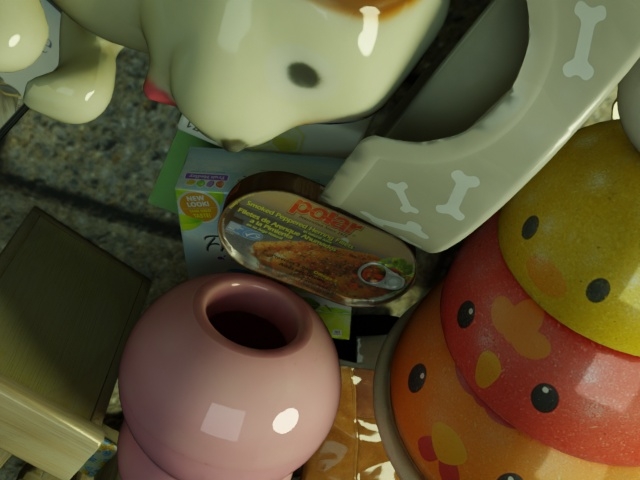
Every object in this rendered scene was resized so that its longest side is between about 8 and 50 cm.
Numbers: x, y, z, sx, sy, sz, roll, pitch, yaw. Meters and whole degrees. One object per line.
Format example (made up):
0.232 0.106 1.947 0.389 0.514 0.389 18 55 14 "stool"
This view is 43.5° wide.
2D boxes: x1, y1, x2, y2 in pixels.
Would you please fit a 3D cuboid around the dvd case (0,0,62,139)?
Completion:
-0.364 -0.180 0.780 0.253 0.022 0.180 -39 112 21 "dvd case"

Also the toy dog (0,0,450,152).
-0.092 -0.239 0.548 0.395 0.284 0.408 -40 79 -13 "toy dog"

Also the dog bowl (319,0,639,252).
0.145 -0.137 0.616 0.102 0.349 0.349 39 115 0 "dog bowl"

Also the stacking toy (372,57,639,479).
0.236 0.019 0.650 0.350 0.351 0.480 4 133 -1 "stacking toy"

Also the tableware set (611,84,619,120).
0.338 -0.124 0.792 0.128 0.039 0.194 -14 126 -5 "tableware set"

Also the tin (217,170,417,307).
0.000 0.000 0.731 0.189 0.040 0.106 23 136 -16 "tin"

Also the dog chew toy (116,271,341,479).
-0.107 0.194 0.789 0.206 0.207 0.332 16 123 -8 "dog chew toy"

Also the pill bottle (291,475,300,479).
-0.080 0.365 1.044 0.184 0.103 0.103 -7 120 5 "pill bottle"

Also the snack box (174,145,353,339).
-0.048 0.008 0.821 0.174 0.070 0.207 5 135 4 "snack box"

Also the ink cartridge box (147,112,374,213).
-0.063 -0.091 0.809 0.171 0.056 0.235 23 116 -12 "ink cartridge box"

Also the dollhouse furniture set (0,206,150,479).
-0.376 0.200 0.866 0.362 0.256 0.394 36 115 -18 "dollhouse furniture set"

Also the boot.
-0.023 0.229 0.947 0.264 0.096 0.281 -3 107 -12 "boot"
